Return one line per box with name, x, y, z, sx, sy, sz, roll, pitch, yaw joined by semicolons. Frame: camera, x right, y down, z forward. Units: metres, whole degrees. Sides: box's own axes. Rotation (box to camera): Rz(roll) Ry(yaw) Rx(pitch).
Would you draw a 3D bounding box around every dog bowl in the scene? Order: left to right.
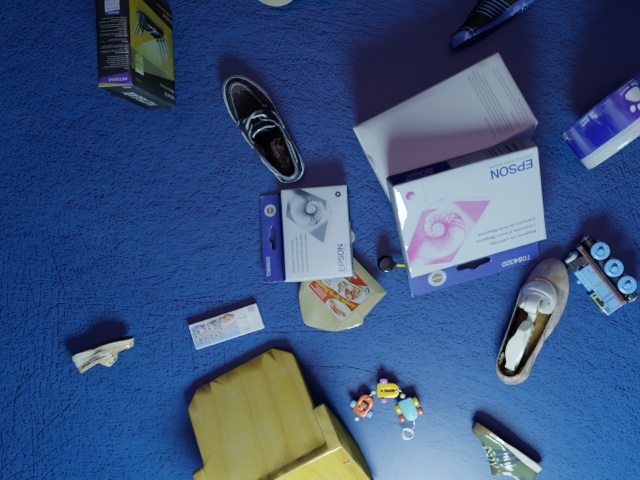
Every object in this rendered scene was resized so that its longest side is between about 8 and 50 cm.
dog bowl;0.662;-0.277;1.674;0.265;0.265;0.104;-39;85;4

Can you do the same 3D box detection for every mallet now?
mallet;0.228;0.059;1.837;0.190;0.062;0.039;2;92;-10

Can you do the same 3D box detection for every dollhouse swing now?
dollhouse swing;-0.107;0.499;1.856;0.347;0.305;0.315;-30;129;5

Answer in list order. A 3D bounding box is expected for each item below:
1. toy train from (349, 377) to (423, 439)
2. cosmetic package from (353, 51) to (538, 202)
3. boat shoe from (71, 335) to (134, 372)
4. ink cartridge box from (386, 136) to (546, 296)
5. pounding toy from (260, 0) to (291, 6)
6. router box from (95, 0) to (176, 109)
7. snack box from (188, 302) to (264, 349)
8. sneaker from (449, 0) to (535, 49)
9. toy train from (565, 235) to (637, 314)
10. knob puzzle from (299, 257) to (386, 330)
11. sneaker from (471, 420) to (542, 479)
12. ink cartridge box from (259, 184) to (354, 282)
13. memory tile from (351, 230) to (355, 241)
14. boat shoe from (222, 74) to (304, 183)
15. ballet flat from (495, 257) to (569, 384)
toy train;0.162;0.399;1.839;0.166;0.046;0.125;27;94;7
cosmetic package;0.282;-0.247;1.755;0.366;0.155;0.197;-26;80;6
boat shoe;-0.530;0.283;1.894;0.170;0.063;0.059;-19;91;15
ink cartridge box;0.336;-0.033;1.712;0.324;0.071;0.330;-17;118;-1
pounding toy;-0.078;-0.667;1.809;0.237;0.110;0.183;-1;126;39
router box;-0.416;-0.444;1.748;0.081;0.309;0.243;-2;91;6
snack box;-0.230;0.210;1.882;0.178;0.022;0.064;-18;90;5
sneaker;0.390;-0.536;1.793;0.232;0.081;0.090;-32;85;-2
toy train;0.647;0.079;1.774;0.105;0.080;0.184;-38;87;10
knob puzzle;0.034;0.133;1.843;0.213;0.030;0.213;-2;80;11
sneaker;0.422;0.513;1.803;0.192;0.064;0.086;35;89;1
ink cartridge box;-0.038;-0.015;1.827;0.224;0.045;0.223;-6;82;10
memory tile;0.000;0.000;1.851;0.148;0.012;0.113;-40;75;3
boat shoe;-0.141;-0.269;1.828;0.108;0.102;0.301;-30;88;5
ballet flat;0.485;0.187;1.764;0.108;0.106;0.316;19;92;30
